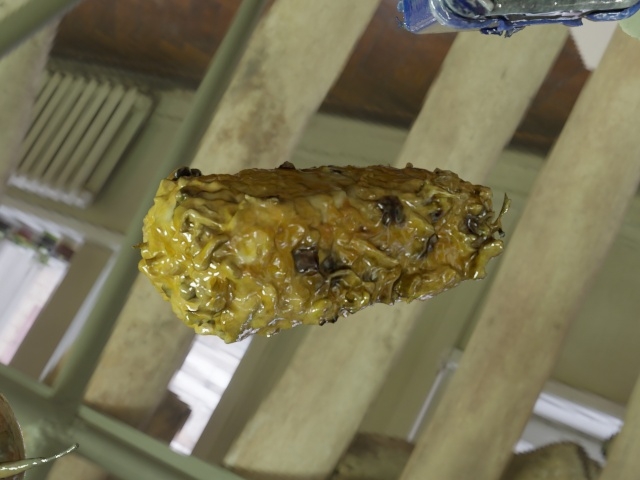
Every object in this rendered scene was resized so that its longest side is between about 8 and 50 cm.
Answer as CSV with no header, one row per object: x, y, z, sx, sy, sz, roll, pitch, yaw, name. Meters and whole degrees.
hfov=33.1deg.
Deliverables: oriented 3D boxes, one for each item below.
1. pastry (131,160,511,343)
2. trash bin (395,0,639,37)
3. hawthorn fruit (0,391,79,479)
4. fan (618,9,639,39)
0.000,0.000,0.382,0.140,0.056,0.080,-3,-170,-35,pastry
0.148,-0.233,0.830,0.184,0.163,0.234,-4,-177,-8,trash bin
-0.239,0.134,0.611,0.189,0.149,0.149,30,168,31,hawthorn fruit
0.479,-0.263,1.228,0.329,0.190,0.009,45,170,46,fan
